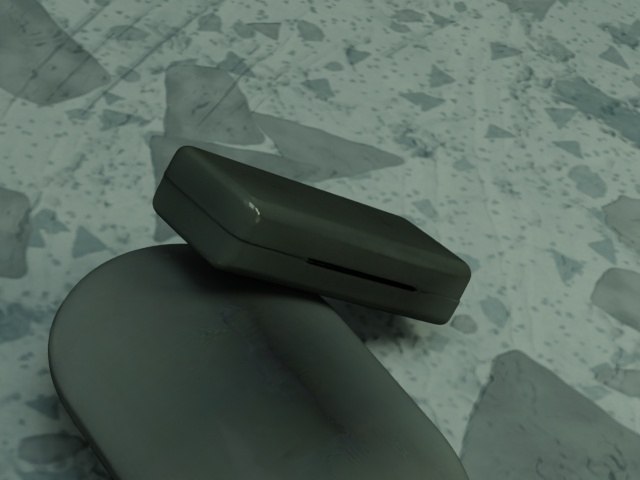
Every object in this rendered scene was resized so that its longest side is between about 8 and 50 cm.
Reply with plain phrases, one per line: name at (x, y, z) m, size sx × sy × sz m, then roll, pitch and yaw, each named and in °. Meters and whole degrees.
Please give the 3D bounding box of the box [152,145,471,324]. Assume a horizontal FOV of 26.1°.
box at (0.000, 0.000, 0.977) m, size 0.243 × 0.055 × 0.103 m, roll 16°, pitch 17°, yaw -46°

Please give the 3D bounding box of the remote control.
remote control at (-0.038, 0.119, 0.888) m, size 0.221 × 0.103 × 0.332 m, roll -11°, pitch 48°, yaw -40°
